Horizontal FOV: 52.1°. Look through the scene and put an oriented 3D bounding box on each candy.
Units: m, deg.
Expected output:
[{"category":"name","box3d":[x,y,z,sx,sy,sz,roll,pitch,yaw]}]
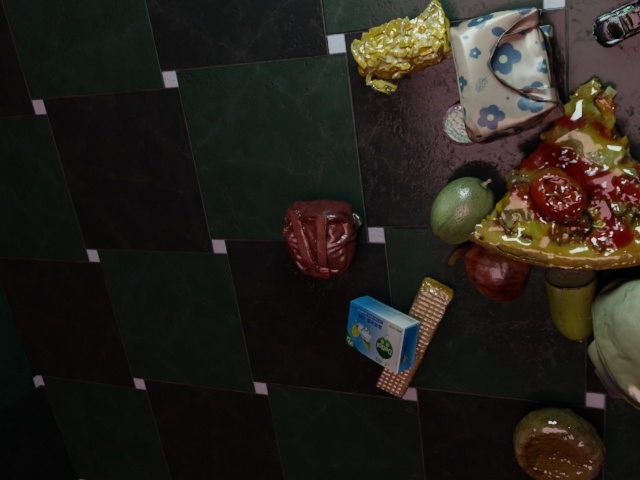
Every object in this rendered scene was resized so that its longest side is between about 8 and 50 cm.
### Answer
[{"category":"candy","box3d":[0.334,-0.270,1.520,0.103,0.043,0.103,9,117,18]}]

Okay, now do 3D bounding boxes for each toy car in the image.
[{"category":"toy car","box3d":[0.619,-0.439,1.310,0.142,0.055,0.069,-23,99,29]}]

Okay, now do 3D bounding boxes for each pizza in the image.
[{"category":"pizza","box3d":[0.538,-0.140,1.383,0.440,0.130,0.405,1,93,20]}]

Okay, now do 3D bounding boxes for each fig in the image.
[{"category":"fig","box3d":[0.402,0.049,1.574,0.207,0.175,0.175,30,122,26]}]

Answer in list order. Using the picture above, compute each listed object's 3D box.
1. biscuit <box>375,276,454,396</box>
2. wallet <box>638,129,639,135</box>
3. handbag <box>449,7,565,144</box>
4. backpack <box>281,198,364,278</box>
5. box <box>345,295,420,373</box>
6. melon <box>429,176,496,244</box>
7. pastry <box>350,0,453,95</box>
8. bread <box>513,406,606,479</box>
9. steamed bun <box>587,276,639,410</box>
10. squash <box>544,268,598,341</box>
[{"category":"biscuit","box3d":[0.257,0.270,1.792,0.094,0.054,0.378,25,121,12]},{"category":"wallet","box3d":[0.775,-0.152,1.389,0.119,0.025,0.232,-21,103,29]},{"category":"handbag","box3d":[0.391,-0.339,1.357,0.193,0.190,0.251,-11,87,30]},{"category":"backpack","box3d":[0.001,-0.001,1.732,0.229,0.139,0.229,10,115,21]},{"category":"box","box3d":[0.165,0.250,1.767,0.194,0.073,0.139,24,117,41]},{"category":"melon","box3d":[0.339,-0.075,1.551,0.139,0.139,0.192,39,121,3]},{"category":"pastry","box3d":[0.184,-0.426,1.480,0.250,0.102,0.154,-19,101,28]},{"category":"bread","box3d":[0.619,0.534,1.714,0.230,0.123,0.229,8,119,15]},{"category":"steamed bun","box3d":[0.717,0.257,1.399,0.339,0.352,0.247,42,94,1]},{"category":"squash","box3d":[0.604,0.155,1.554,0.123,0.123,0.186,-6,113,26]}]
